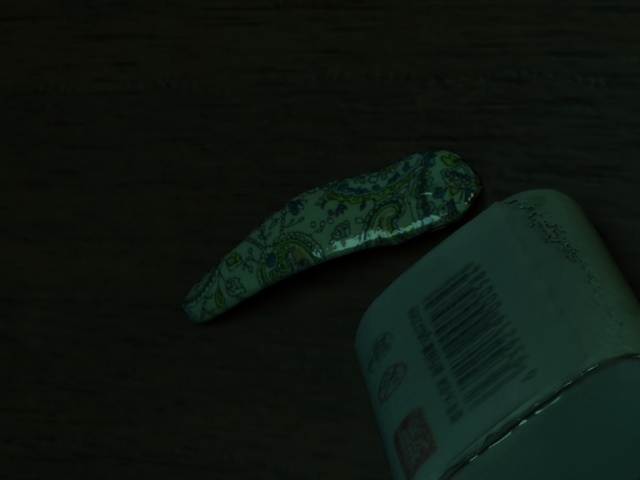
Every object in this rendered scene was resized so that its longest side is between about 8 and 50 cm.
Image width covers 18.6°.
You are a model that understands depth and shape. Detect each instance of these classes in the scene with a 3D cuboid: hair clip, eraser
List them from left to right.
[{"bbox_3d":[-0.001,-0.001,1.302,0.229,0.036,0.066,-25,56,19],"label":"hair clip"},{"bbox_3d":[0.108,0.075,1.122,0.174,0.081,0.227,-36,22,9],"label":"eraser"}]
